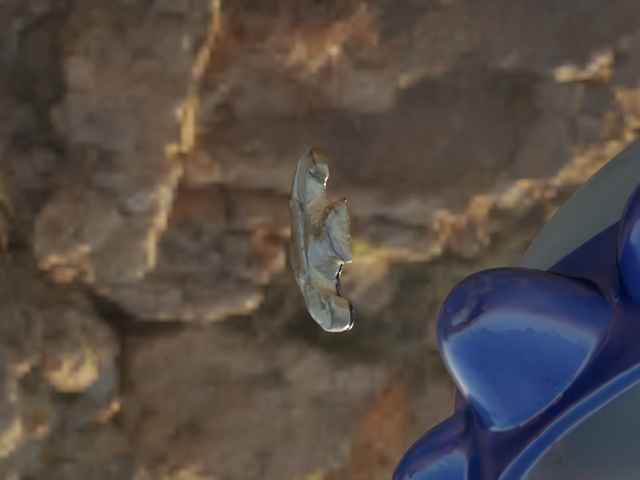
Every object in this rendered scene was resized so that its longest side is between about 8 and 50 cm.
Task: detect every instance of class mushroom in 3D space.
[{"bbox_3d":[0.000,0.000,1.061,0.019,0.101,0.049,-6,175,-32],"label":"mushroom"}]

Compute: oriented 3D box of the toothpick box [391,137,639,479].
[{"bbox_3d":[0.185,0.101,0.656,0.263,0.263,0.355,-18,129,30],"label":"toothpick box"}]
